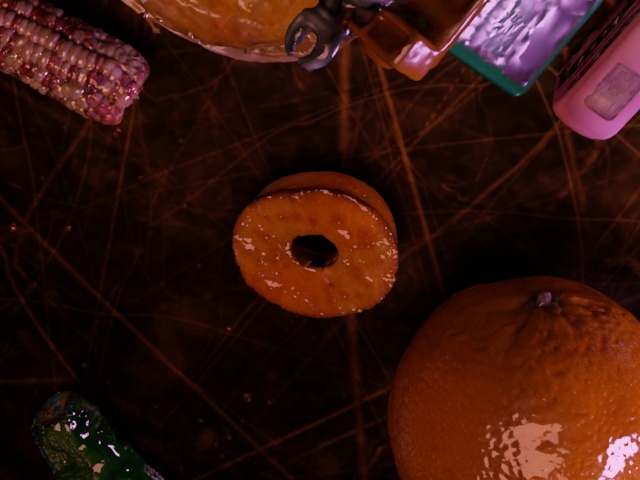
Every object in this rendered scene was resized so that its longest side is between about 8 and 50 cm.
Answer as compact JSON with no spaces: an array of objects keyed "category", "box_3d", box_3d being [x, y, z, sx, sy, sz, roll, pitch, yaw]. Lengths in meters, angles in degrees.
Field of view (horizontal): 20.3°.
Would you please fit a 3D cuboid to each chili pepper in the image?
[{"category":"chili pepper","box_3d":[-0.206,0.244,1.802,0.098,0.061,0.224,-29,114,22]}]

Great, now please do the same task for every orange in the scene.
[{"category":"orange","box_3d":[0.185,0.155,1.561,0.264,0.264,0.264,6,123,8]}]

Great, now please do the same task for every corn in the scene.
[{"category":"corn","box_3d":[-0.260,-0.176,1.529,0.237,0.079,0.079,27,124,-6]}]

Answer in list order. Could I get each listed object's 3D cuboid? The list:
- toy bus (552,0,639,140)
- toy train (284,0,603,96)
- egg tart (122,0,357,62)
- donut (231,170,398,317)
[{"category":"toy bus","box_3d":[0.263,-0.166,1.418,0.063,0.090,0.203,33,122,-10]},{"category":"toy train","box_3d":[0.143,-0.274,1.280,0.429,0.178,0.249,-50,139,9]},{"category":"egg tart","box_3d":[-0.069,-0.243,1.406,0.295,0.116,0.294,9,129,11]},{"category":"donut","box_3d":[0.000,0.000,1.601,0.152,0.058,0.152,6,123,9]}]
